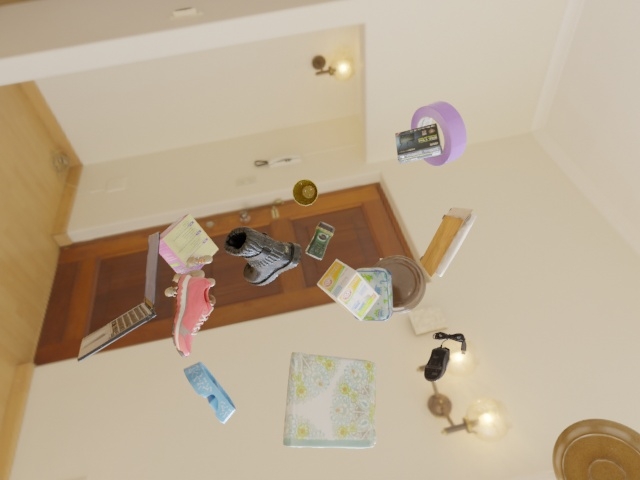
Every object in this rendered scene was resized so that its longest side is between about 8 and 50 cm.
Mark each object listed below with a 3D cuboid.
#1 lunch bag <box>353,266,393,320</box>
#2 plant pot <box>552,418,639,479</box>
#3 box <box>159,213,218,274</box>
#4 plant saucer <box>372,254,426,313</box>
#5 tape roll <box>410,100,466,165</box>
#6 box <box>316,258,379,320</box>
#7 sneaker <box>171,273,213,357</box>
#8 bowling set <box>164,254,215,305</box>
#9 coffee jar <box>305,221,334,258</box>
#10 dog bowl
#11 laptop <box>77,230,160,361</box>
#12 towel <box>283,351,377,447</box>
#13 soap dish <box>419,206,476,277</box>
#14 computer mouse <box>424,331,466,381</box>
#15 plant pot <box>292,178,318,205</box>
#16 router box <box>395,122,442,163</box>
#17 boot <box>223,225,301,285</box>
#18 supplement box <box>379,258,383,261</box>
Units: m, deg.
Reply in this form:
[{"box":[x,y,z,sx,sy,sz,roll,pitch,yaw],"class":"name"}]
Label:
[{"box":[0.210,0.222,1.922,0.090,0.176,0.219,-12,98,-69],"class":"lunch bag"},{"box":[0.653,0.532,1.047,0.032,0.236,0.236,11,60,-51],"class":"plant pot"},{"box":[-0.679,0.030,2.321,0.243,0.117,0.213,54,45,-21],"class":"box"},{"box":[0.354,0.203,2.162,0.041,0.278,0.278,43,32,-70],"class":"plant saucer"},{"box":[0.526,-0.478,2.071,0.275,0.090,0.275,53,-23,34],"class":"tape roll"},{"box":[0.097,0.169,1.563,0.103,0.114,0.203,32,-10,41],"class":"box"},{"box":[-0.478,0.285,1.747,0.116,0.136,0.314,102,-10,-81],"class":"sneaker"},{"box":[-0.579,0.216,2.125,0.200,0.154,0.287,50,-56,26],"class":"bowling set"},{"box":[0.000,0.000,2.365,0.079,0.096,0.184,142,-27,-83],"class":"coffee jar"},{"box":[-0.461,0.635,1.943,0.297,0.074,0.166,58,-13,-18],"class":"dog bowl"},{"box":[-0.707,0.177,1.620,0.236,0.408,0.382,61,-23,-11],"class":"laptop"},{"box":[0.045,0.594,1.701,0.090,0.374,0.320,-30,-128,55],"class":"towel"},{"box":[0.549,-0.001,1.991,0.229,0.118,0.291,-30,147,-60],"class":"soap dish"},{"box":[0.591,0.547,2.140,0.060,0.184,0.262,47,50,-30],"class":"computer mouse"},{"box":[-0.070,-0.249,2.383,0.095,0.134,0.134,-32,111,-77],"class":"plant pot"},{"box":[0.273,-0.271,1.289,0.038,0.122,0.092,58,27,-49],"class":"router box"},{"box":[-0.270,0.061,1.785,0.348,0.260,0.131,-32,-126,42],"class":"boot"},{"box":[0.321,0.150,2.387,0.062,0.036,0.098,-79,174,-69],"class":"supplement box"}]
